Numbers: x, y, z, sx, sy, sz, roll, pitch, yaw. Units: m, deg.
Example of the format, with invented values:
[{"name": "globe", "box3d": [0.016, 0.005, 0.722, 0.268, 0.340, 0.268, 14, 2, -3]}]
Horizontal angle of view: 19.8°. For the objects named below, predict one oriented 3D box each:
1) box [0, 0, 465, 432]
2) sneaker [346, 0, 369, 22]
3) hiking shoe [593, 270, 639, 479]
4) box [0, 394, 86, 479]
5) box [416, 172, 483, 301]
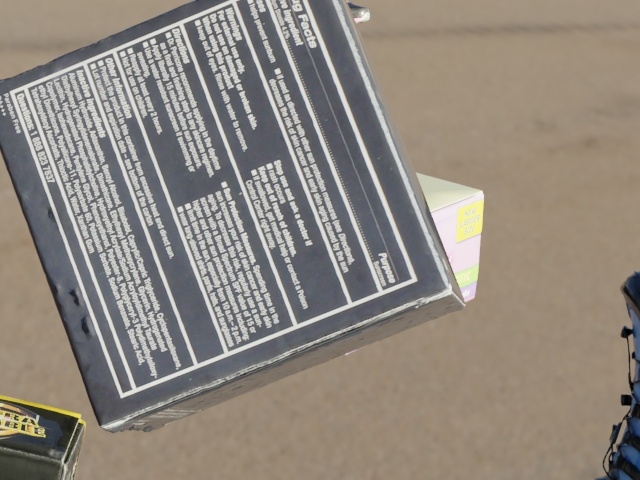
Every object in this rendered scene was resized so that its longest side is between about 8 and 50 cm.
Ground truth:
[{"name": "box", "box3d": [-0.071, -0.032, 1.483, 0.294, 0.296, 0.183, -22, -8, 7]}, {"name": "sneaker", "box3d": [0.002, -0.276, 2.070, 0.119, 0.057, 0.047, 16, 13, 23]}, {"name": "hiking shoe", "box3d": [0.299, 0.176, 1.619, 0.132, 0.304, 0.113, -16, -12, 14]}, {"name": "box", "box3d": [-0.306, 0.238, 1.159, 0.257, 0.322, 0.079, 13, 17, -1]}, {"name": "box", "box3d": [0.000, 0.000, 1.807, 0.243, 0.117, 0.214, 17, 24, 35]}]
